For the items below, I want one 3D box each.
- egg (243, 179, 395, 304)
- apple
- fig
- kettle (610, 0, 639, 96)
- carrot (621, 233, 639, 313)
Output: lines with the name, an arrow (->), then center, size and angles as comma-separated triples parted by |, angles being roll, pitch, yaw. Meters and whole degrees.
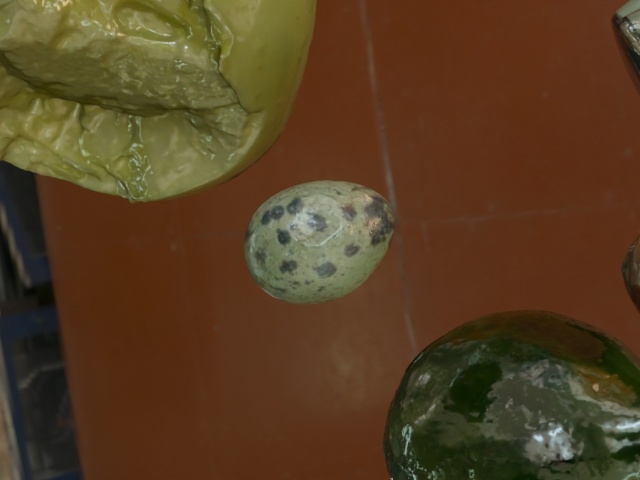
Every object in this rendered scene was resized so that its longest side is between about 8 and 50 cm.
egg -> 0.000, 0.000, 1.616 | 0.141, 0.181, 0.141 | -21, -90, -84
apple -> -0.129, -0.161, 0.858 | 0.279, 0.279, 0.279 | 18, 113, 51
fig -> 0.166, 0.130, 0.958 | 0.245, 0.195, 0.195 | -22, 80, 48
kettle -> 0.441, -0.214, 1.432 | 0.255, 0.240, 0.165 | -33, 54, 7
carrot -> 0.299, 0.045, 0.895 | 0.225, 0.159, 0.159 | 18, 115, 27
